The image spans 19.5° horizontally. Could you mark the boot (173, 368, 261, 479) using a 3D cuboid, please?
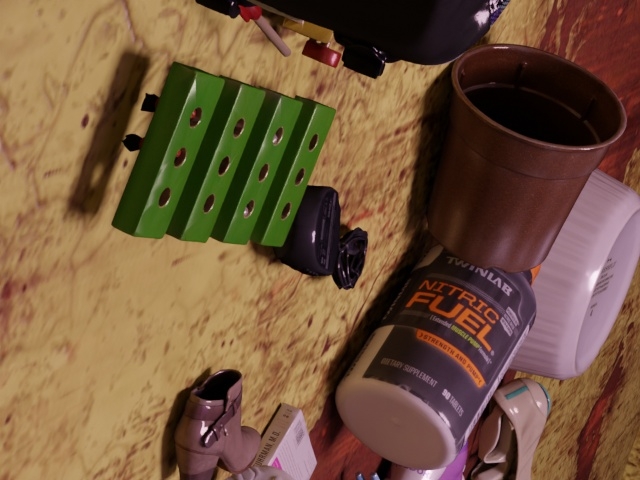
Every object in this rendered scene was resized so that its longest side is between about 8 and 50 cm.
[{"bbox_3d":[-0.074,0.139,1.443,0.118,0.042,0.087,-34,140,-59],"label":"boot"}]

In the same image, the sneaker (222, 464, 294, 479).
[{"bbox_3d":[-0.093,0.287,1.509,0.235,0.090,0.095,-57,168,-11],"label":"sneaker"}]

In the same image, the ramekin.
[{"bbox_3d":[0.277,0.037,2.149,0.273,0.127,0.273,-53,156,-36],"label":"ramekin"}]

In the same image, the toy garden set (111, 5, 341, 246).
[{"bbox_3d":[-0.053,-0.101,1.233,0.204,0.049,0.244,-68,160,6],"label":"toy garden set"}]

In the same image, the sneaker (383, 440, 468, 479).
[{"bbox_3d":[0.139,0.282,2.089,0.161,0.102,0.282,-70,161,-4],"label":"sneaker"}]

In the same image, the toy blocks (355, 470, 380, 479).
[{"bbox_3d":[0.036,0.309,1.884,0.123,0.054,0.148,-33,127,-15],"label":"toy blocks"}]

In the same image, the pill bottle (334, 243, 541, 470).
[{"bbox_3d":[0.124,0.090,1.788,0.246,0.130,0.130,-56,158,-33],"label":"pill bottle"}]

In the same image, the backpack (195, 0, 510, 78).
[{"bbox_3d":[0.036,-0.251,1.041,0.191,0.225,0.253,96,20,-51],"label":"backpack"}]

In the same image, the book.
[{"bbox_3d":[-0.051,0.224,1.614,0.144,0.035,0.096,-58,156,-28],"label":"book"}]

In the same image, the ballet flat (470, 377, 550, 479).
[{"bbox_3d":[0.230,0.280,2.386,0.086,0.086,0.248,-46,149,-48],"label":"ballet flat"}]

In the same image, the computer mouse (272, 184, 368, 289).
[{"bbox_3d":[0.000,0.000,1.511,0.242,0.041,0.071,36,60,-76],"label":"computer mouse"}]

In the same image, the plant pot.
[{"bbox_3d":[0.179,-0.069,1.739,0.167,0.167,0.165,-43,156,-51],"label":"plant pot"}]
